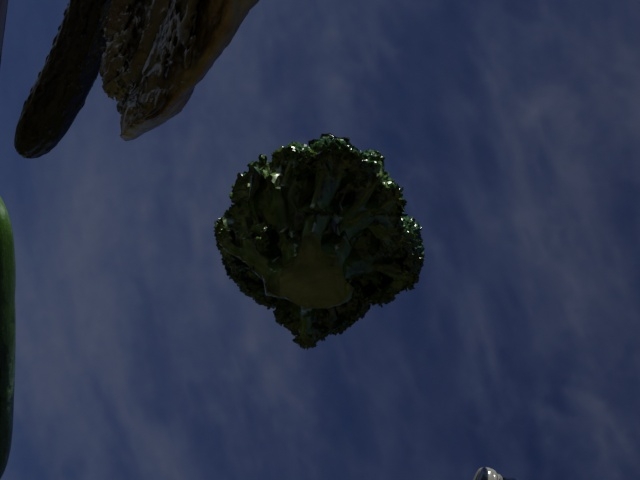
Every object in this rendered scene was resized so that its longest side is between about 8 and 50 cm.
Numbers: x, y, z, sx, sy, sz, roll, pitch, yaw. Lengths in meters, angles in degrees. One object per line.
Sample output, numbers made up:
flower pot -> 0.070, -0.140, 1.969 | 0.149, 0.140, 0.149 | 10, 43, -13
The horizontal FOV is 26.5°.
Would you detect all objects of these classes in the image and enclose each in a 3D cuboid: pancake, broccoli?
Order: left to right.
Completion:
pancake -> -0.151, -0.289, 1.519 | 0.382, 0.071, 0.382 | -44, -144, 43
broccoli -> 0.000, 0.000, 1.183 | 0.156, 0.195, 0.195 | -103, -172, -74

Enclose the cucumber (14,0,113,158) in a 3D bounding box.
cucumber -> -0.318, -0.240, 1.754 | 0.072, 0.081, 0.303 | -114, -136, -71

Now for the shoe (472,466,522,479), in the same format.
shoe -> 0.218, 0.325, 1.585 | 0.106, 0.091, 0.207 | 19, -16, 8

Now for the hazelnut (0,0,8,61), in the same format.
hazelnut -> -0.277, -0.124, 0.456 | 0.315, 0.372, 0.372 | 58, -39, 42

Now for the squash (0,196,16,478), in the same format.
squash -> -0.370, 0.090, 1.429 | 0.101, 0.101, 0.378 | 7, -85, 49
